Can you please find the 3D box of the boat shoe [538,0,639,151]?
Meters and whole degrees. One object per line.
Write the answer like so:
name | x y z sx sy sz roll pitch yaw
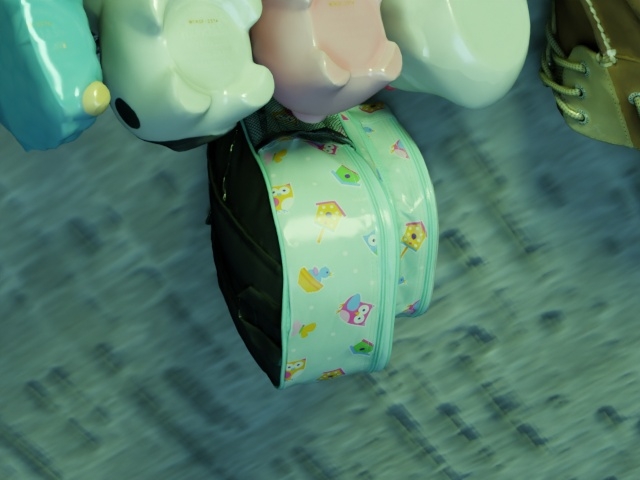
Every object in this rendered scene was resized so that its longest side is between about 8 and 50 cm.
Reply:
boat shoe | 0.207 -0.113 0.896 0.120 0.123 0.324 -33 125 21

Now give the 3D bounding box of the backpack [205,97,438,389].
backpack | 0.000 0.000 0.898 0.144 0.188 0.166 -1 126 -9

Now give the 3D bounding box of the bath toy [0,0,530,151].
bath toy | -0.035 -0.128 0.796 0.348 0.151 0.129 -7 175 -36

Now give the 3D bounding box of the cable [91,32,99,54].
cable | -0.148 -0.181 0.826 0.184 0.047 0.151 -5 127 -6
